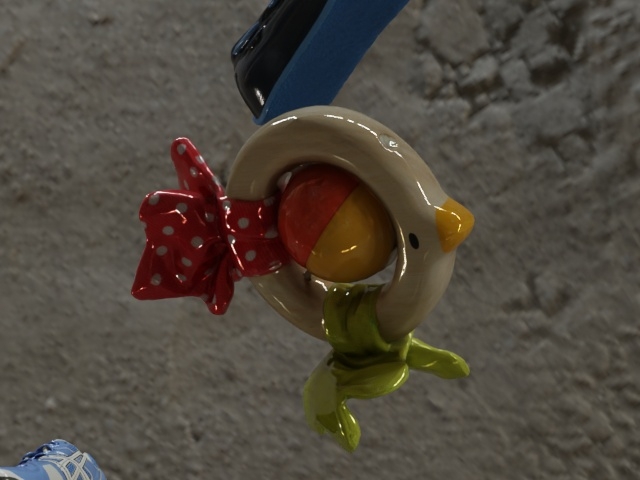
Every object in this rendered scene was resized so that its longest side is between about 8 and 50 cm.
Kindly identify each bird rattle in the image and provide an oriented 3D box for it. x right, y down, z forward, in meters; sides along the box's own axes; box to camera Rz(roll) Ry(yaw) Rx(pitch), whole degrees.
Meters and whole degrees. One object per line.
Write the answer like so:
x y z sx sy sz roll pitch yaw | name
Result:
0.000 0.000 0.952 0.253 0.143 0.207 46 129 18 | bird rattle

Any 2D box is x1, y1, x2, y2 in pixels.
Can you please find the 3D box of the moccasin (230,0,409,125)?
0.015 -0.258 1.328 0.342 0.137 0.117 -48 59 22 | moccasin

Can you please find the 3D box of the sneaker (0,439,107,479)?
-0.247 0.218 1.248 0.080 0.211 0.081 -26 68 10 | sneaker
